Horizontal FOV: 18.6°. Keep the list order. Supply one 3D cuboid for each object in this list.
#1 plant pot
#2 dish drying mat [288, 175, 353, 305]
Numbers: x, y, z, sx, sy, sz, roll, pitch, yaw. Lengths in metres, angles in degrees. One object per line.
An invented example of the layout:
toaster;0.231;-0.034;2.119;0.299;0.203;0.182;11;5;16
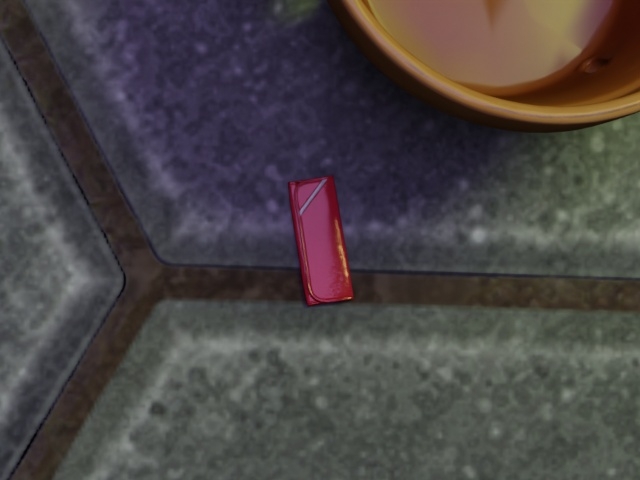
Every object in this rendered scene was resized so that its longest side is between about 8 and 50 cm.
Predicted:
plant pot;0.125;-0.200;1.232;0.290;0.203;0.291;1;84;-6
dish drying mat;0.000;0.000;1.292;0.032;0.008;0.083;-9;84;-8
